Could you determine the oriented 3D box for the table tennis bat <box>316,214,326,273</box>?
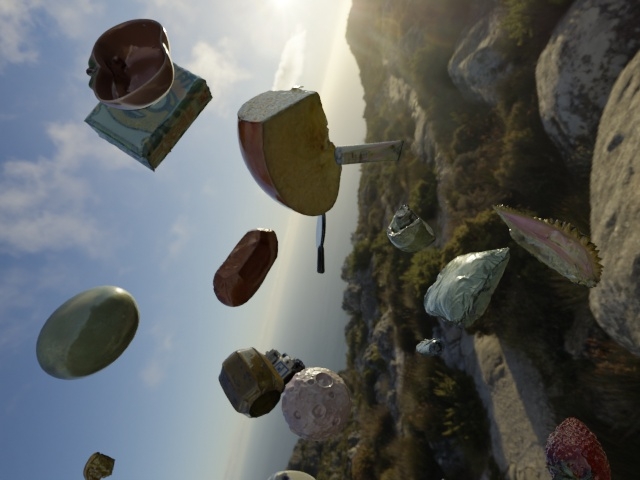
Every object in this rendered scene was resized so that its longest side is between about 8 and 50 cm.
[{"bbox_3d":[0.000,0.000,1.410,0.150,0.027,0.236,111,161,-64],"label":"table tennis bat"}]

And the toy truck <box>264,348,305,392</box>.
[{"bbox_3d":[-0.177,0.556,1.808,0.161,0.177,0.213,-43,-10,-9],"label":"toy truck"}]

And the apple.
[{"bbox_3d":[-0.076,-0.227,1.092,0.314,0.252,0.309,-99,-3,-55],"label":"apple"}]

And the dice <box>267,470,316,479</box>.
[{"bbox_3d":[-0.105,0.961,1.458,0.193,0.192,0.194,-144,67,-72],"label":"dice"}]

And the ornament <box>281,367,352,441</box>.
[{"bbox_3d":[-0.014,0.589,1.496,0.259,0.259,0.225,-86,12,-64],"label":"ornament"}]

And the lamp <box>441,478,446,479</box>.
[{"bbox_3d":[0.485,1.078,1.576,0.203,0.125,0.283,38,-144,-62],"label":"lamp"}]

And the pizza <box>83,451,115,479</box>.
[{"bbox_3d":[-0.796,0.821,1.471,0.160,0.099,0.035,-65,26,25],"label":"pizza"}]

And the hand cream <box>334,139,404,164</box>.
[{"bbox_3d":[0.100,-0.180,0.857,0.061,0.143,0.039,90,173,-55],"label":"hand cream"}]

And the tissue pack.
[{"bbox_3d":[-0.512,-0.399,1.240,0.311,0.228,0.128,-56,-6,-12],"label":"tissue pack"}]

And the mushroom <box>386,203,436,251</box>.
[{"bbox_3d":[0.399,-0.034,1.829,0.164,0.189,0.267,-44,26,13],"label":"mushroom"}]

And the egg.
[{"bbox_3d":[-0.768,0.303,1.377,0.352,0.259,0.258,-69,-3,-52],"label":"egg"}]

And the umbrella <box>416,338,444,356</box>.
[{"bbox_3d":[0.345,0.341,1.309,0.250,0.052,0.053,81,-148,-75],"label":"umbrella"}]

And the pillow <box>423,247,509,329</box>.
[{"bbox_3d":[0.471,0.146,1.333,0.283,0.138,0.310,-53,0,-5],"label":"pillow"}]

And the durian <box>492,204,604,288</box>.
[{"bbox_3d":[0.401,-0.008,0.722,0.078,0.224,0.140,-50,9,12],"label":"durian"}]

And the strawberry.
[{"bbox_3d":[0.554,0.468,0.886,0.148,0.131,0.131,-22,-43,-47],"label":"strawberry"}]

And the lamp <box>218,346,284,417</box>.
[{"bbox_3d":[-0.206,0.417,1.212,0.185,0.161,0.161,38,123,40],"label":"lamp"}]

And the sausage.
[{"bbox_3d":[-0.209,0.074,1.179,0.258,0.133,0.133,-61,-4,-31],"label":"sausage"}]

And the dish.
[{"bbox_3d":[-0.403,-0.374,0.904,0.090,0.213,0.213,46,-125,-68],"label":"dish"}]
